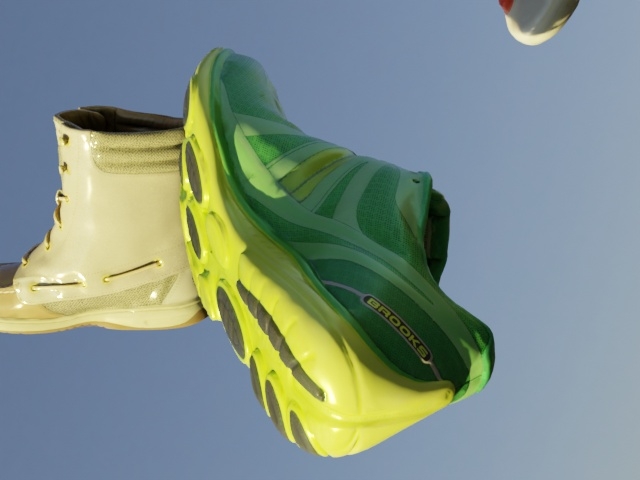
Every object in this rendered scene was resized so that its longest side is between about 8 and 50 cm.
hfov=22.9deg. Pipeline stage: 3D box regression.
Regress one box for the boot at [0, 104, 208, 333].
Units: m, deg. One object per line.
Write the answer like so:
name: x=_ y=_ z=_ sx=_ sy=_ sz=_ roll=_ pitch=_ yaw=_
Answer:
boot: x=-0.189 y=-0.017 z=1.175 sx=0.077 sy=0.213 sz=0.165 roll=-75 pitch=-18 yaw=-65

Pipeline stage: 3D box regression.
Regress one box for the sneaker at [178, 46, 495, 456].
sneaker: x=0.000 y=0.000 z=0.829 sx=0.123 sy=0.295 sz=0.109 roll=-8 pitch=-50 yaw=-18

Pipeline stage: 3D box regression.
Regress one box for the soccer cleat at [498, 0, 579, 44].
soccer cleat: x=0.171 y=-0.193 z=1.015 sx=0.076 sy=0.068 sz=0.196 roll=38 pitch=-127 yaw=-24
